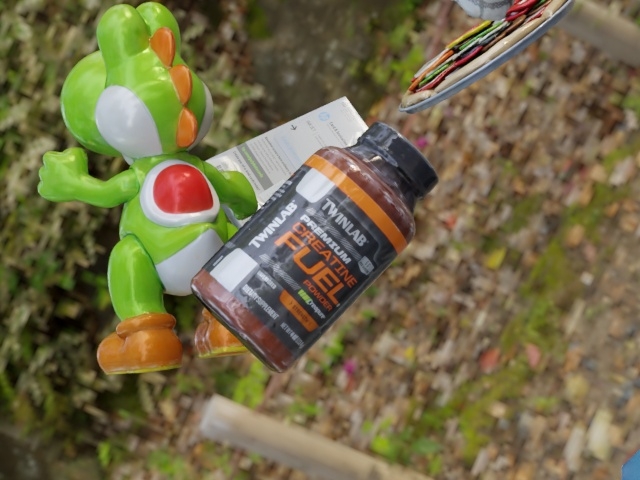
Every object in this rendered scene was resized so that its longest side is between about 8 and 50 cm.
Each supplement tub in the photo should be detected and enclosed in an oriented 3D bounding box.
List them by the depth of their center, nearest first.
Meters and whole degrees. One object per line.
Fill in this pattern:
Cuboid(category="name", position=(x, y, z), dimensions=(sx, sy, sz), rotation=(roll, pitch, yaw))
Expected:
Cuboid(category="supplement tub", position=(0.000, 0.000, 1.164), dimensions=(0.198, 0.106, 0.106), rotation=(-47, 9, -7))

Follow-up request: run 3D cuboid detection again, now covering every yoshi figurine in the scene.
Cuboid(category="yoshi figurine", position=(-0.173, -0.052, 1.524), dimensions=(0.203, 0.203, 0.362), rotation=(-5, -94, -72))

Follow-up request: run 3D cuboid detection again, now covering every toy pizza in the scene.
Cuboid(category="toy pizza", position=(0.154, -0.188, 1.442), dimensions=(0.201, 0.032, 0.201), rotation=(-34, 9, 6))

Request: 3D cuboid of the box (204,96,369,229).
Cuboid(category="box", position=(-0.018, -0.067, 1.677), dimensions=(0.145, 0.186, 0.038), rotation=(56, 166, 32))

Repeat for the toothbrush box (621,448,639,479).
Cuboid(category="toothbrush box", position=(0.344, 0.131, 1.009), dimensions=(0.295, 0.126, 0.216), rotation=(-48, 0, 18))

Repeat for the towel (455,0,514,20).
Cuboid(category="towel", position=(0.043, -0.291, 0.815), dimensions=(0.121, 0.284, 0.235), rotation=(-37, -30, -23))
